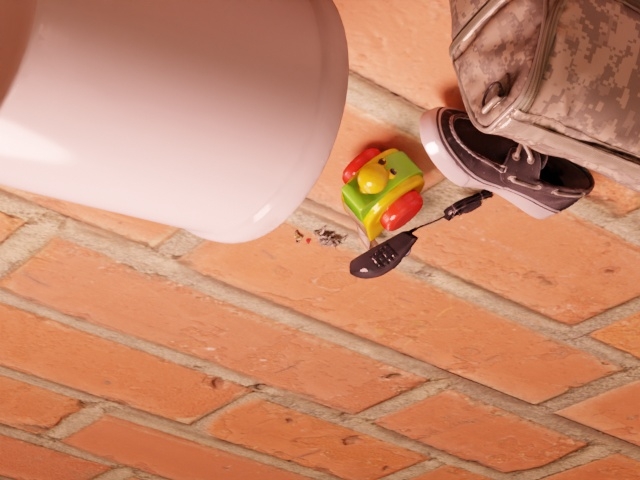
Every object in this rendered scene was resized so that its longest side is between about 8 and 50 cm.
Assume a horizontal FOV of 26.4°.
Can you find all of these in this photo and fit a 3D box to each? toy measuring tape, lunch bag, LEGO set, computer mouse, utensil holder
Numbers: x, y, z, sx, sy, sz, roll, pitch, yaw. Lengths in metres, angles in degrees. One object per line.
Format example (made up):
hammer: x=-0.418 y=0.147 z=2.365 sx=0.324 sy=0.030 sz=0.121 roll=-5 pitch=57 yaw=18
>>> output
toy measuring tape: x=0.095 y=-0.058 z=1.979 sx=0.121 sy=0.121 sz=0.330 roll=0 pitch=166 yaw=6
lunch bag: x=0.311 y=-0.192 z=1.558 sx=0.305 sy=0.256 sz=0.212 roll=18 pitch=147 yaw=-24
LEGO set: x=-0.001 y=0.001 z=2.142 sx=0.083 sy=0.023 sz=0.054 roll=-10 pitch=147 yaw=20
computer mouse: x=0.151 y=-0.006 z=1.993 sx=0.242 sy=0.041 sz=0.071 roll=-29 pitch=173 yaw=-2
utensil holder: x=-0.216 y=-0.187 z=1.466 sx=0.385 sy=0.327 sz=0.327 roll=13 pitch=151 yaw=-43

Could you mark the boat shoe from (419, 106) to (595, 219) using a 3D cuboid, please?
boat shoe: x=0.259 y=-0.114 z=1.845 sx=0.301 sy=0.108 sz=0.102 roll=26 pitch=143 yaw=-38
